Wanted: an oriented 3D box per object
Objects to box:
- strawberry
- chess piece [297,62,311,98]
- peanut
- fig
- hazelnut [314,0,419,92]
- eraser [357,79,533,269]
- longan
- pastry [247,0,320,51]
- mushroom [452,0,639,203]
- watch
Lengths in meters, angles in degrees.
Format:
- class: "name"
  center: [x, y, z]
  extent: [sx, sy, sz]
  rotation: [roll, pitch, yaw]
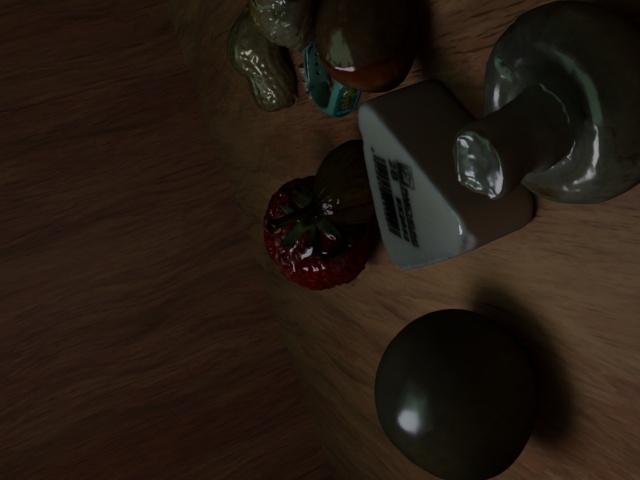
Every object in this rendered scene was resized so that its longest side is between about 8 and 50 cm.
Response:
- class: "strawberry"
  center: [-0.008, 0.001, 1.759]
  extent: [0.292, 0.292, 0.310]
  rotation: [58, 154, 33]
- class: "chess piece"
  center: [-0.031, -0.400, 1.751]
  extent: [0.035, 0.035, 0.092]
  rotation: [49, 159, 50]
- class: "peanut"
  center: [-0.164, -0.487, 1.857]
  extent: [0.143, 0.159, 0.291]
  rotation: [-82, -21, -66]
- class: "fig"
  center: [0.034, -0.090, 1.522]
  extent: [0.190, 0.290, 0.190]
  rotation: [49, -179, -1]
- class: "hazelnut"
  center: [0.083, -0.354, 1.187]
  extent: [0.214, 0.176, 0.214]
  rotation: [-3, -90, -72]
- class: "eraser"
  center: [0.182, -0.118, 1.191]
  extent: [0.331, 0.150, 0.331]
  rotation: [160, 90, -74]
- class: "longan"
  center: [0.249, 0.287, 1.272]
  extent: [0.319, 0.319, 0.319]
  rotation: [58, 161, 33]
- class: "pastry"
  center: [-0.038, -0.490, 1.202]
  extent: [0.136, 0.329, 0.329]
  rotation: [20, 151, 7]
- class: "mushroom"
  center: [0.253, -0.138, 0.786]
  extent: [0.243, 0.243, 0.243]
  rotation: [58, 161, 33]
- class: "watch"
  center: [0.020, -0.379, 1.541]
  extent: [0.237, 0.068, 0.195]
  rotation: [105, 142, -64]
